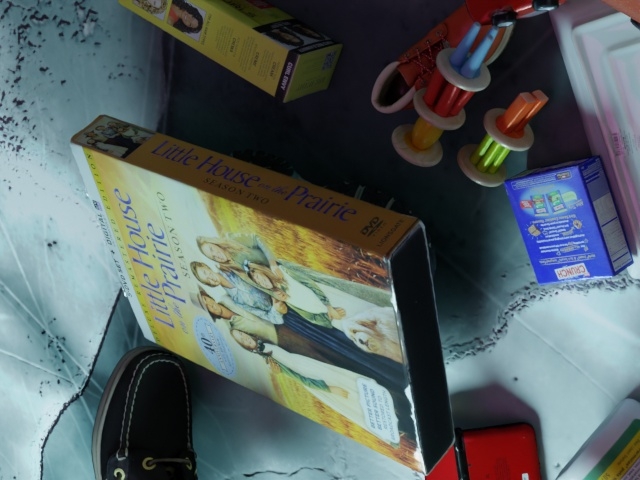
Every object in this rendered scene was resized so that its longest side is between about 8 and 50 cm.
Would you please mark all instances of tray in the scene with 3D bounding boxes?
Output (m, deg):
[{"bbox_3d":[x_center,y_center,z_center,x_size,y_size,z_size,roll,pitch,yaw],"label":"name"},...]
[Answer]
[{"bbox_3d":[0.297,-0.097,0.947,0.145,0.030,0.270,-13,100,38],"label":"tray"}]

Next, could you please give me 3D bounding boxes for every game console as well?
[{"bbox_3d":[0.175,0.255,1.182,0.124,0.085,0.144,-9,106,5],"label":"game console"}]

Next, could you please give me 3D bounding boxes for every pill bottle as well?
[{"bbox_3d":[0.332,0.256,1.006,0.208,0.117,0.117,41,126,14],"label":"pill bottle"}]

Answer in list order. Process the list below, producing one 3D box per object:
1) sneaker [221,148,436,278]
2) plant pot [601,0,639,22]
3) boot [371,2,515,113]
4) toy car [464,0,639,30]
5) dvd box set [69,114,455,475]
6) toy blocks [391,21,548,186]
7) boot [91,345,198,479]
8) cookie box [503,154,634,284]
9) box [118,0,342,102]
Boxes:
[{"bbox_3d":[0.000,0.000,1.164,0.283,0.110,0.122,27,139,27],"label":"sneaker"},{"bbox_3d":[0.295,-0.220,0.695,0.265,0.272,0.272,31,123,22],"label":"plant pot"},{"bbox_3d":[0.113,-0.171,1.011,0.158,0.085,0.059,-42,80,36],"label":"boot"},{"bbox_3d":[0.256,-0.220,0.881,0.225,0.053,0.239,51,122,22],"label":"toy car"},{"bbox_3d":[-0.063,0.051,1.134,0.420,0.062,0.307,21,139,33],"label":"dvd box set"},{"bbox_3d":[0.149,-0.124,0.982,0.123,0.054,0.148,15,137,-15],"label":"toy blocks"},{"bbox_3d":[-0.158,0.321,1.268,0.284,0.138,0.377,0,80,53],"label":"boot"},{"bbox_3d":[0.230,-0.017,1.006,0.092,0.040,0.107,-10,102,52],"label":"cookie box"},{"bbox_3d":[-0.096,-0.227,1.134,0.232,0.087,0.058,33,123,22],"label":"box"}]
